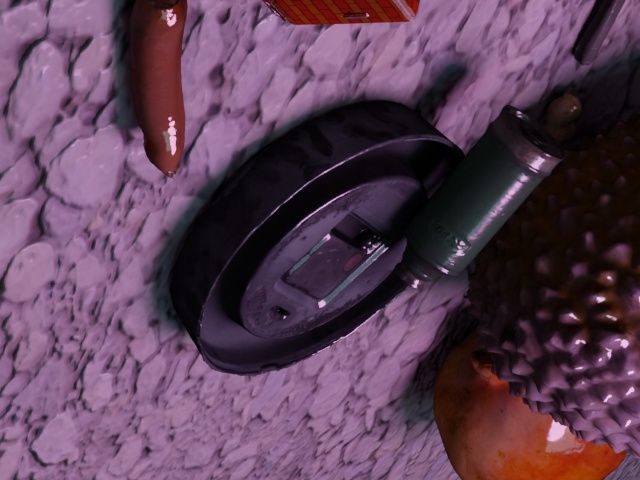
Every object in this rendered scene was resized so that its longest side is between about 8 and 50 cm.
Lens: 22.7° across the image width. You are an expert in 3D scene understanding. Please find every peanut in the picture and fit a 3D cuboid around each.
[{"bbox_3d":[0.246,-0.123,1.638,0.037,0.037,0.083,-29,155,-20],"label":"peanut"}]

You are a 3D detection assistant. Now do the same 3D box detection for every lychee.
[{"bbox_3d":[0.353,0.050,1.660,0.432,0.380,0.380,-4,137,-38],"label":"lychee"}]

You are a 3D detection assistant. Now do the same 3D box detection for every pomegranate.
[{"bbox_3d":[0.251,0.189,1.918,0.252,0.229,0.270,-38,143,15],"label":"pomegranate"}]

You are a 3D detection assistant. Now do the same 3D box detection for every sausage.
[{"bbox_3d":[-0.117,-0.120,1.175,0.040,0.047,0.177,-38,153,-30],"label":"sausage"}]

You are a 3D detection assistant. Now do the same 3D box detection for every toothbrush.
[{"bbox_3d":[0.299,-0.274,1.484,0.030,0.030,0.297,-29,154,-38],"label":"toothbrush"}]

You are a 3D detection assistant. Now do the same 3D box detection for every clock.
[{"bbox_3d":[0.001,0.000,1.490,0.312,0.061,0.312,-30,152,-18],"label":"clock"}]

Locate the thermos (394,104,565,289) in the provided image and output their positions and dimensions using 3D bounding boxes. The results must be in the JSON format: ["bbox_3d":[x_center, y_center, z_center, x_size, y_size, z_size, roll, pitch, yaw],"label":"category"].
[{"bbox_3d":[0.136,-0.035,1.475,0.073,0.083,0.188,24,116,-37],"label":"thermos"}]

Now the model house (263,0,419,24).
[{"bbox_3d":[0.011,-0.248,1.027,0.207,0.154,0.294,-41,152,6],"label":"model house"}]
